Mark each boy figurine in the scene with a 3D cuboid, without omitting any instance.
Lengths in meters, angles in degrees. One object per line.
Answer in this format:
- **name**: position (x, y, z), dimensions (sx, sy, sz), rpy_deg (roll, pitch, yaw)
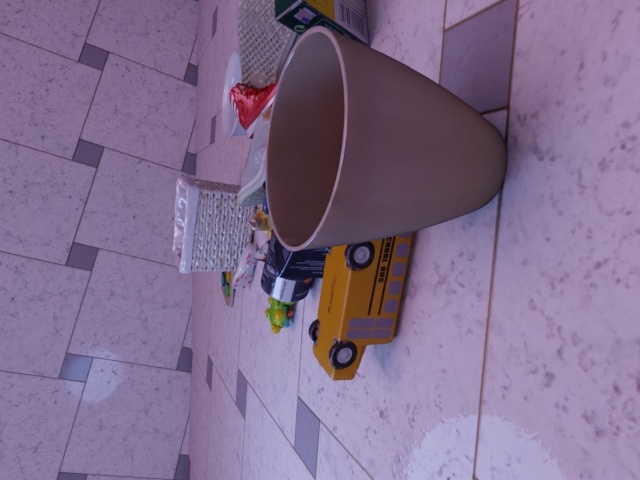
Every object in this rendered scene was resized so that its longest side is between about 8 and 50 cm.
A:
- **boy figurine**: position (-0.118, -0.072, 1.208), dimensions (0.092, 0.177, 0.285), rpy_deg (52, 155, 15)

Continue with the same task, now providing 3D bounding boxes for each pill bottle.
- **pill bottle**: position (-0.064, 0.020, 1.103), dimensions (0.130, 0.130, 0.246), rpy_deg (-121, 40, -51)

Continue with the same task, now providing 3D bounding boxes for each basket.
- **basket**: position (-0.425, -0.069, 1.756), dimensions (0.328, 0.266, 0.332), rpy_deg (-149, 63, -63)

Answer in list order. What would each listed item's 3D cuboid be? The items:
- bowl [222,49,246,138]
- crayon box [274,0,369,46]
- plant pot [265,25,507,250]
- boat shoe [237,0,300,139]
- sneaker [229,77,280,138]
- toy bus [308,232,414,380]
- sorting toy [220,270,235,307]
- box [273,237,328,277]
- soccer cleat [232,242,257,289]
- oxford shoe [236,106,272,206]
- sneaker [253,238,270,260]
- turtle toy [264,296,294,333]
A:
- **bowl**: position (-0.250, -0.498, 1.569), dimensions (0.298, 0.134, 0.298), rpy_deg (-178, 90, -66)
- **crayon box**: position (0.002, -0.561, 0.923), dimensions (0.081, 0.202, 0.319), rpy_deg (-14, 73, 43)
- **plant pot**: position (0.095, -0.111, 0.588), dimensions (0.256, 0.273, 0.257), rpy_deg (-178, 90, -65)
- **boat shoe**: position (-0.102, -0.489, 1.148), dimensions (0.186, 0.156, 0.501), rpy_deg (28, 133, 20)
- **sneaker**: position (-0.161, -0.360, 1.112), dimensions (0.128, 0.087, 0.221), rpy_deg (49, 134, -4)
- **toy bus**: position (0.072, 0.073, 0.795), dimensions (0.108, 0.130, 0.333), rpy_deg (-148, 63, -62)
- **sorting toy**: position (-0.409, 0.160, 1.974), dimensions (0.193, 0.038, 0.208), rpy_deg (-130, 48, -57)
- **box**: position (0.000, 0.000, 0.931), dimensions (0.158, 0.155, 0.093), rpy_deg (118, 146, -44)
- **soccer cleat**: position (-0.276, 0.099, 1.659), dimensions (0.196, 0.068, 0.076), rpy_deg (-63, 28, 30)
- **oxford shoe**: position (-0.136, -0.209, 1.203), dimensions (0.130, 0.169, 0.449), rpy_deg (66, 155, 10)
- **sneaker**: position (-0.166, 0.033, 1.440), dimensions (0.161, 0.057, 0.076), rpy_deg (-4, 67, 67)
- **turtle toy**: position (-0.109, 0.196, 1.264), dimensions (0.095, 0.066, 0.130), rpy_deg (55, 136, 51)
